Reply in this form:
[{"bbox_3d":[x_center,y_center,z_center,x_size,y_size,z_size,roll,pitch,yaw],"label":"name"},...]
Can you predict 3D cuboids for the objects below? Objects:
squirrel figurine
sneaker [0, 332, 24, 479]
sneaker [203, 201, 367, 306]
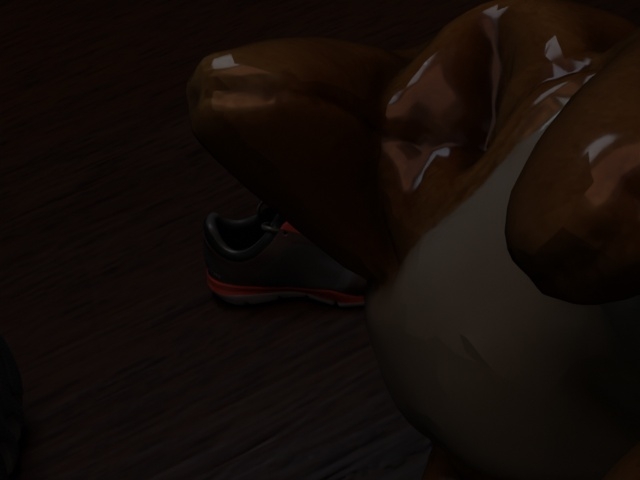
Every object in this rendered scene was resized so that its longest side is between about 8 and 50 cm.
[{"bbox_3d":[0.222,-0.011,0.538,0.397,0.281,0.370,-13,-6,-44],"label":"squirrel figurine"},{"bbox_3d":[-0.258,0.142,0.737,0.115,0.105,0.281,6,42,26],"label":"sneaker"},{"bbox_3d":[0.000,0.000,0.865,0.158,0.065,0.061,-8,38,9],"label":"sneaker"}]
